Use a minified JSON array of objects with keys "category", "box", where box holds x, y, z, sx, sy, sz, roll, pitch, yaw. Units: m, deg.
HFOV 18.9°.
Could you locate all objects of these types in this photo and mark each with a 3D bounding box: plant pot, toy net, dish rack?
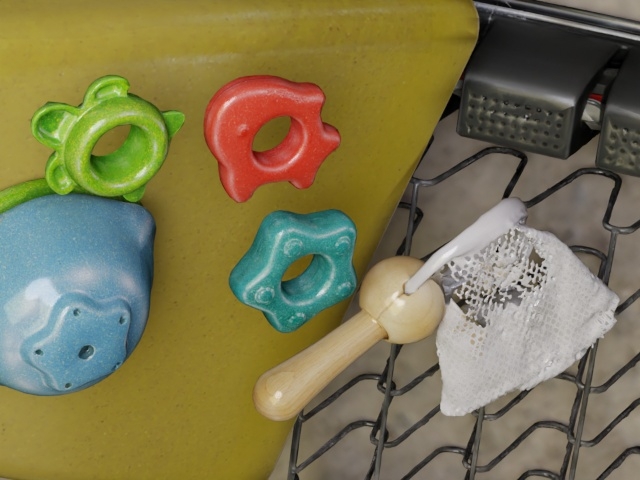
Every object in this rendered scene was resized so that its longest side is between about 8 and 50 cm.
[{"category":"plant pot","box":[-0.113,-0.041,0.660,0.212,0.187,0.212,42,121,32]},{"category":"toy net","box":[0.000,0.000,0.600,0.045,0.232,0.122,49,127,46]},{"category":"dish rack","box":[0.087,0.055,0.719,0.208,0.074,0.271,15,114,18]}]
